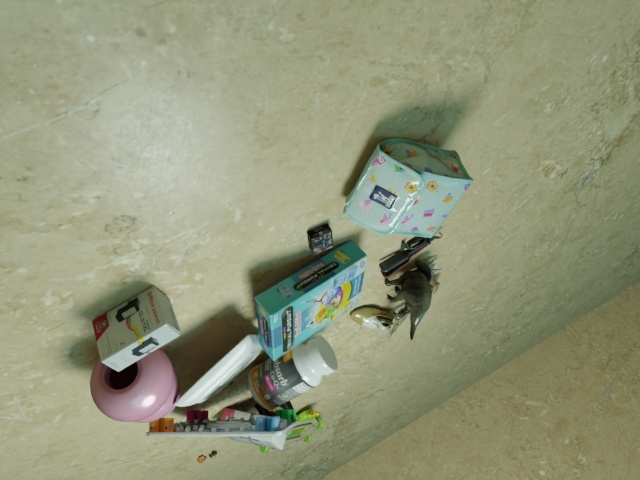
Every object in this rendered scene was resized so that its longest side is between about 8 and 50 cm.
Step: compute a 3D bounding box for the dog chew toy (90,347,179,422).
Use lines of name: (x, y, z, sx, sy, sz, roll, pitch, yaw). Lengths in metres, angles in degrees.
dog chew toy: (-0.478, 0.399, 1.422, 0.207, 0.206, 0.331, -25, 153, -9)

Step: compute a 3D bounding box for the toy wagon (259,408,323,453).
toy wagon: (-0.112, 0.850, 2.368, 0.267, 0.068, 0.344, 4, 131, -41)

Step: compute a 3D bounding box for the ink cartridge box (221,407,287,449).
ink cartridge box: (-0.249, 0.707, 1.966, 0.218, 0.092, 0.158, 3, 149, 16)

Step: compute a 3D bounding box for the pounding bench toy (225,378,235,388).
pounding bench toy: (-0.322, 0.465, 1.728, 0.052, 0.065, 0.083, -4, 137, -35)

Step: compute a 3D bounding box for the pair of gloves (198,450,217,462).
pair of gloves: (-0.478, 0.918, 2.223, 0.083, 0.010, 0.074, -14, 142, -24)

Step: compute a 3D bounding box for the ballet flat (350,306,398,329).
ballet flat: (0.204, 0.288, 1.903, 0.232, 0.073, 0.080, 10, 129, -44)

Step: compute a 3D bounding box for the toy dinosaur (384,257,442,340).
toy dinosaur: (0.305, 0.172, 1.725, 0.160, 0.313, 0.121, -23, 124, 28)

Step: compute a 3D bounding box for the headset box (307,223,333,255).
headset box: (0.000, 0.000, 1.425, 0.062, 0.032, 0.083, -23, 146, -11)

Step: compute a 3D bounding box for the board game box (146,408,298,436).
board game box: (-0.288, 0.571, 1.659, 0.391, 0.050, 0.390, -3, 166, 5)

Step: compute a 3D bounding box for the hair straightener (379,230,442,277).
hair straightener: (0.287, 0.032, 1.670, 0.231, 0.047, 0.089, -30, 146, -2)

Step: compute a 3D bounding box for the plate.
plate: (-0.277, 0.387, 1.549, 0.277, 0.045, 0.278, -44, 170, -5)

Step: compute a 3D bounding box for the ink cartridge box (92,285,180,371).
ink cartridge box: (-0.444, 0.210, 1.265, 0.175, 0.127, 0.072, -31, 143, -2)

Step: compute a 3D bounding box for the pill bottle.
pill bottle: (-0.092, 0.440, 1.762, 0.279, 0.162, 0.162, -32, 146, 15)

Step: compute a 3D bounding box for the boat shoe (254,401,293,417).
boat shoe: (-0.194, 0.631, 1.993, 0.105, 0.110, 0.307, -32, 145, -2)

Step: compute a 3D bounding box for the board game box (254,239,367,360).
board game box: (-0.024, 0.176, 1.524, 0.336, 0.079, 0.253, -31, 148, -25)

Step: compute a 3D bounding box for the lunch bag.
lunch bag: (0.208, -0.128, 1.320, 0.263, 0.160, 0.223, 5, 136, -26)

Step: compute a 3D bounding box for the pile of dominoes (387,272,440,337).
pile of dominoes: (0.339, 0.235, 1.881, 0.251, 0.040, 0.196, -46, 159, -21)
